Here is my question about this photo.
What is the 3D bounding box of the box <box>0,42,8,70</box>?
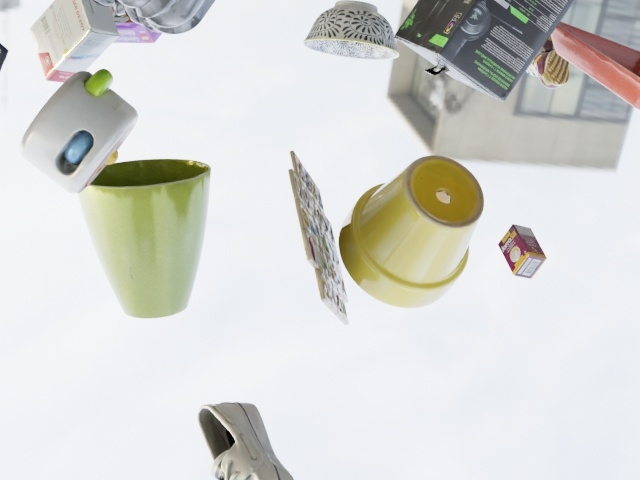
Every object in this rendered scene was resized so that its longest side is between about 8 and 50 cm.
[{"bbox_3d":[-0.752,-0.295,1.830,0.179,0.343,0.313,-5,-122,27],"label":"box"}]

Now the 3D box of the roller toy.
[{"bbox_3d":[-0.418,-0.184,1.865,0.146,0.209,0.191,38,-116,-8],"label":"roller toy"}]

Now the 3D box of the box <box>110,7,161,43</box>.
[{"bbox_3d":[-0.355,-0.529,2.244,0.201,0.057,0.293,8,-127,36],"label":"box"}]

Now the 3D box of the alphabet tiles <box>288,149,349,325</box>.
[{"bbox_3d":[0.000,0.000,1.979,0.011,0.285,0.342,-14,162,8],"label":"alphabet tiles"}]

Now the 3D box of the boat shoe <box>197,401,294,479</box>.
[{"bbox_3d":[-0.105,0.314,1.453,0.088,0.096,0.267,9,-148,-28],"label":"boat shoe"}]

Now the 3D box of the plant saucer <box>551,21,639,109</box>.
[{"bbox_3d":[0.503,-0.247,1.655,0.258,0.048,0.259,10,-152,-36],"label":"plant saucer"}]

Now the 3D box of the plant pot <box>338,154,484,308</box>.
[{"bbox_3d":[0.191,-0.031,2.047,0.254,0.239,0.254,10,-123,-16],"label":"plant pot"}]

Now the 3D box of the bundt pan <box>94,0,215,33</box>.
[{"bbox_3d":[-0.334,-0.455,1.814,0.330,0.124,0.331,27,-179,-1],"label":"bundt pan"}]

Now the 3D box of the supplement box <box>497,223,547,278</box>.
[{"bbox_3d":[0.359,0.019,1.895,0.043,0.055,0.083,11,-143,-27],"label":"supplement box"}]

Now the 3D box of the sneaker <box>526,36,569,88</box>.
[{"bbox_3d":[0.406,-0.320,1.945,0.084,0.070,0.185,-20,-158,30],"label":"sneaker"}]

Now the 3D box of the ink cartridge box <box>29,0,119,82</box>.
[{"bbox_3d":[-0.490,-0.413,2.113,0.072,0.175,0.127,0,-116,-49],"label":"ink cartridge box"}]

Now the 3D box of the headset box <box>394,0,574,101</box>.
[{"bbox_3d":[0.255,-0.359,1.590,0.131,0.283,0.246,31,-170,-19],"label":"headset box"}]

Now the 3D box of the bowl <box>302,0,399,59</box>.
[{"bbox_3d":[0.057,-0.367,1.833,0.170,0.080,0.170,7,180,0],"label":"bowl"}]

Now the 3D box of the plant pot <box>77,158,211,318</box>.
[{"bbox_3d":[-0.354,0.002,2.191,0.274,0.294,0.275,-2,-164,1],"label":"plant pot"}]
